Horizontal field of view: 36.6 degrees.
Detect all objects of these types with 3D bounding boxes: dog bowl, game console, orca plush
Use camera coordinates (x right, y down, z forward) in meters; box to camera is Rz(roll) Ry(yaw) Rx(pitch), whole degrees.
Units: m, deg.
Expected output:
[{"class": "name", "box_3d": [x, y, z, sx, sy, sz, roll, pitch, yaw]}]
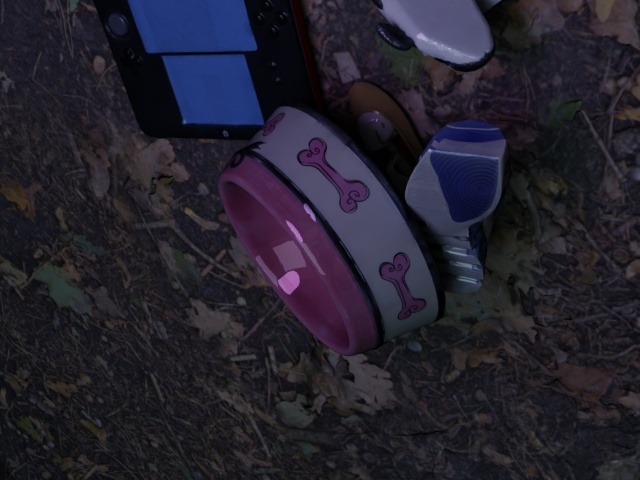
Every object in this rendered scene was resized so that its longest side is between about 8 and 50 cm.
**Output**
[{"class": "dog bowl", "box_3d": [0.000, 0.000, 1.472, 0.408, 0.150, 0.408, 48, 163, 20]}, {"class": "game console", "box_3d": [-0.189, -0.315, 1.573, 0.386, 0.060, 0.342, 6, 123, 31]}, {"class": "orca plush", "box_3d": [0.108, -0.308, 1.303, 0.287, 0.151, 0.102, 27, 163, 11]}]

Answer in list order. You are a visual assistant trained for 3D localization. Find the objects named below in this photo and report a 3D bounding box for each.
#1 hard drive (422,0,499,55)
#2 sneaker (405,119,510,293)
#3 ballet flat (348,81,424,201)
[{"class": "hard drive", "box_3d": [0.123, -0.427, 1.306, 0.307, 0.040, 0.203, 51, 133, -8]}, {"class": "sneaker", "box_3d": [0.200, -0.082, 1.377, 0.127, 0.182, 0.315, 11, 146, 11]}, {"class": "ballet flat", "box_3d": [0.113, -0.140, 1.485, 0.080, 0.073, 0.232, -32, 99, 42]}]
